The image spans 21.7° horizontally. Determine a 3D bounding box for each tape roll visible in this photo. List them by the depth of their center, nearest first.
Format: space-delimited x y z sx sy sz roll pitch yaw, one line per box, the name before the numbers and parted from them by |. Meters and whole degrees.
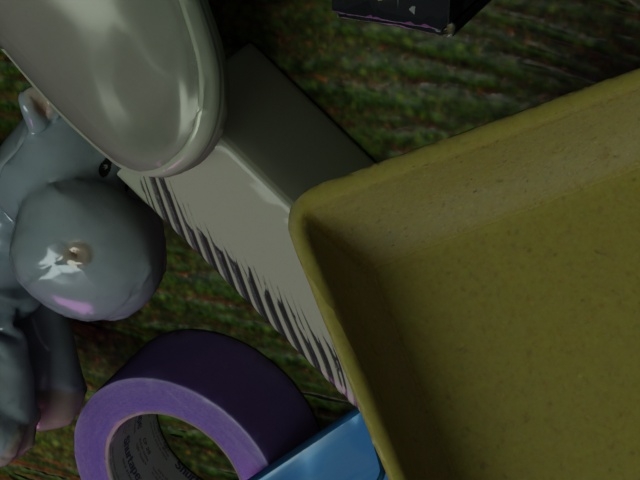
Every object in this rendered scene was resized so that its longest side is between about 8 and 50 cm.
tape roll | -0.098 0.172 1.344 0.189 0.080 0.189 13 121 22

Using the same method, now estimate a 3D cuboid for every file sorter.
file sorter | 0.041 0.232 1.239 0.118 0.104 0.170 -35 113 8

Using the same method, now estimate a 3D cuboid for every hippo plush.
hippo plush | -0.209 0.002 1.268 0.236 0.234 0.294 -30 57 20

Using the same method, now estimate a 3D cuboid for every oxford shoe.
oxford shoe | -0.223 -0.220 1.100 0.169 0.130 0.449 -42 79 35

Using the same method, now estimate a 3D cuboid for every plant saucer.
plant saucer | 0.186 0.081 0.940 0.081 0.333 0.333 116 133 -76

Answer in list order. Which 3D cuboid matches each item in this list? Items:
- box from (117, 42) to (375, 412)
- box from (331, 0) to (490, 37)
box | 0.000 0.000 1.176 0.275 0.113 0.094 45 128 1
box | 0.094 -0.292 0.846 0.073 0.293 0.295 13 121 24
